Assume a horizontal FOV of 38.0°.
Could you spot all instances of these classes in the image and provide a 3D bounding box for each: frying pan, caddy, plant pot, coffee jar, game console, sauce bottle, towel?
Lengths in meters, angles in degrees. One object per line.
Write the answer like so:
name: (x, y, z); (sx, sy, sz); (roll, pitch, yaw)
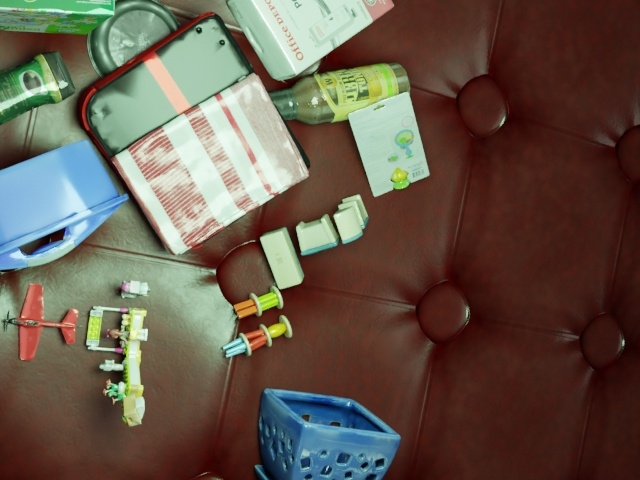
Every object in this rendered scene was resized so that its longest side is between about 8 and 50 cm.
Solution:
frying pan: (-0.308, -0.357, 1.862); (0.326, 0.053, 0.197); (31, 82, -21)
caddy: (-0.519, -0.046, 1.676); (0.341, 0.241, 0.179); (-25, 97, -21)
plant pot: (-0.002, 0.457, 1.960); (0.236, 0.236, 0.212); (11, 96, -26)
coffee jar: (-0.556, -0.281, 1.728); (0.184, 0.079, 0.096); (-26, 101, -21)
game console: (-0.250, -0.205, 1.852); (0.342, 0.060, 0.387); (-36, 110, -8)
sauce bottle: (0.023, -0.304, 1.981); (0.344, 0.111, 0.111); (-15, 100, -22)
towel: (-0.210, -0.147, 1.827); (0.329, 0.037, 0.237); (-32, 108, -9)

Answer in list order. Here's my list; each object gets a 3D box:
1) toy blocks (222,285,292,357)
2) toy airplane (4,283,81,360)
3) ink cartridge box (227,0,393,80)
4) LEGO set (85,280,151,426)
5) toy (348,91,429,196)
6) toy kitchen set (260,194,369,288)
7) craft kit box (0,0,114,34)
toy blocks: (-0.146, 0.177, 1.965); (0.148, 0.054, 0.123); (-22, 103, -22)
toy airplane: (-0.533, 0.163, 1.796); (0.151, 0.028, 0.151); (-1, 92, -25)
ink cartridge box: (-0.020, -0.496, 1.946); (0.283, 0.117, 0.207); (-39, 108, -18)
LEGO set: (-0.399, 0.221, 1.806); (0.107, 0.132, 0.287); (8, 68, -20)
toy: (0.148, -0.217, 2.040); (0.136, 0.056, 0.237); (-21, 128, 0)
toy kitchen set: (0.000, 0.000, 2.020); (0.207, 0.166, 0.122); (-16, 102, 14)
craft kit box: (-0.515, -0.413, 1.648); (0.249, 0.246, 0.061); (-2, 97, -25)
